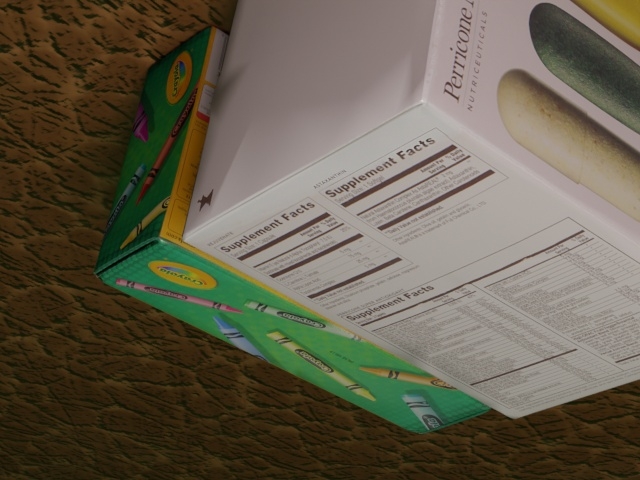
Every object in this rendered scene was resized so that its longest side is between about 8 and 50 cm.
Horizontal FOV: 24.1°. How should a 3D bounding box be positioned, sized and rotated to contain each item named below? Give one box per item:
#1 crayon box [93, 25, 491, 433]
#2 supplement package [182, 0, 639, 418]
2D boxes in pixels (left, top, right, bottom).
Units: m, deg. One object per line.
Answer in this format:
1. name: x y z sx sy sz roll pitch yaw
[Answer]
1. crayon box: 0.000 0.000 1.009 0.278 0.165 0.081 29 145 -28
2. supplement package: 0.098 -0.056 0.851 0.263 0.199 0.198 30 144 -29
